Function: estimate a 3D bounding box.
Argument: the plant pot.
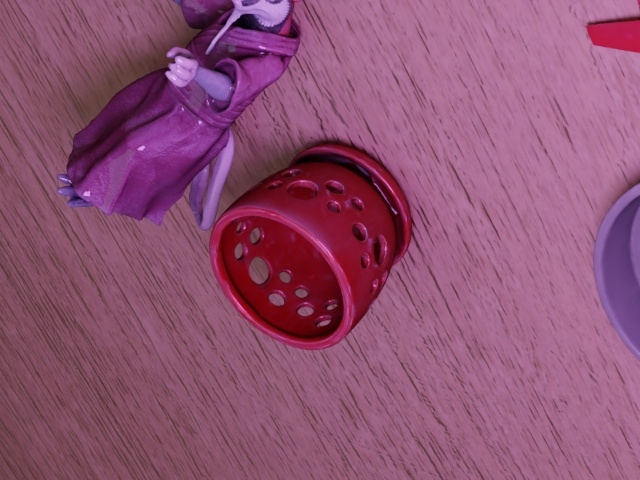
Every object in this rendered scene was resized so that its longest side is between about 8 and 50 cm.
[{"bbox_3d":[0.000,0.000,1.801,0.191,0.174,0.191,23,135,26],"label":"plant pot"}]

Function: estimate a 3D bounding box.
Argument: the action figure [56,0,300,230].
[{"bbox_3d":[-0.117,-0.156,1.763,0.275,0.248,0.370,30,122,-33],"label":"action figure"}]

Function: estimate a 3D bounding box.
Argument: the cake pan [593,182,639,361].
[{"bbox_3d":[0.410,0.046,1.578,0.293,0.054,0.293,23,135,25],"label":"cake pan"}]

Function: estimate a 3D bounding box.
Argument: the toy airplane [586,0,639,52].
[{"bbox_3d":[0.304,-0.206,1.481,0.151,0.028,0.151,24,136,26],"label":"toy airplane"}]
